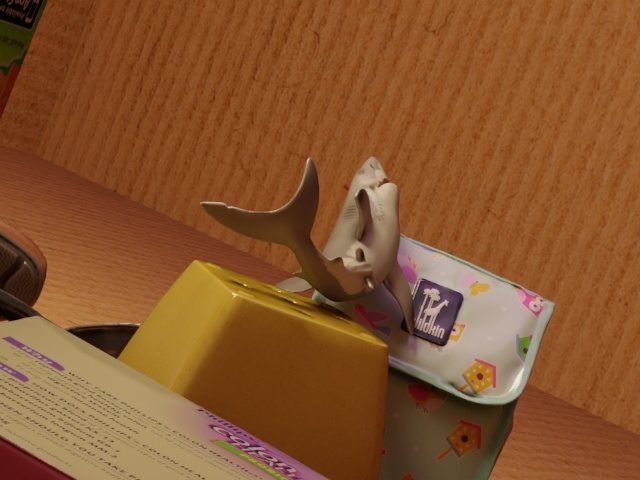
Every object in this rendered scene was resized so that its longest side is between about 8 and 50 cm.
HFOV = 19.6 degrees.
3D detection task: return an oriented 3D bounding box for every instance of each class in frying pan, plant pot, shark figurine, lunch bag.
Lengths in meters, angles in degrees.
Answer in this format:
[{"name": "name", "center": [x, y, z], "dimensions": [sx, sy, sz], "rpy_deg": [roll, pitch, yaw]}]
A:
[{"name": "frying pan", "center": [-0.184, 0.096, 1.614], "dimensions": [0.197, 0.053, 0.326], "rpy_deg": [-6, -25, 22]}, {"name": "plant pot", "center": [-0.057, 0.135, 1.517], "dimensions": [0.212, 0.187, 0.212], "rpy_deg": [21, 4, -19]}, {"name": "shark figurine", "center": [-0.005, 0.018, 1.603], "dimensions": [0.116, 0.166, 0.278], "rpy_deg": [-13, -1, 22]}, {"name": "lunch bag", "center": [0.077, 0.132, 1.726], "dimensions": [0.223, 0.262, 0.160], "rpy_deg": [23, 4, 4]}]

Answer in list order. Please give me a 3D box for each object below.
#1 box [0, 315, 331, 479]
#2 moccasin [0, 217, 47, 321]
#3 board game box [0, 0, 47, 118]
[{"name": "box", "center": [-0.127, 0.147, 0.972], "dimensions": [0.213, 0.117, 0.243], "rpy_deg": [28, 8, 9]}, {"name": "moccasin", "center": [-0.461, -0.014, 1.872], "dimensions": [0.380, 0.139, 0.147], "rpy_deg": [12, 13, 0]}, {"name": "board game box", "center": [-0.440, -0.078, 1.095], "dimensions": [0.356, 0.356, 0.356], "rpy_deg": [23, 4, 14]}]
